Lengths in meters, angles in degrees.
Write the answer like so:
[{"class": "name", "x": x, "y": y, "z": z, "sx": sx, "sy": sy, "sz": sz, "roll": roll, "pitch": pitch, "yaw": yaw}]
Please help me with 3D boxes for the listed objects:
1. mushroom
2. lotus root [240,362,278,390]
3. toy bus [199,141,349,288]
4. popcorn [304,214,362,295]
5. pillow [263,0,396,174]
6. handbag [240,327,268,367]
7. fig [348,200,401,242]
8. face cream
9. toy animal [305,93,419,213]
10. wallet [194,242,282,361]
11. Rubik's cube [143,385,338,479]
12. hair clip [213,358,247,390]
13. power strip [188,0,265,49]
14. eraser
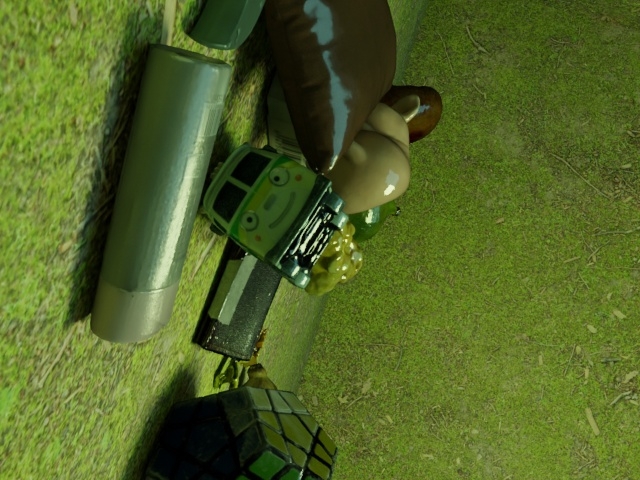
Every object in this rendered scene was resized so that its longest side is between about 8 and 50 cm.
[{"class": "mushroom", "x": 0.084, "y": -0.262, "z": 1.434, "sx": 0.267, "sy": 0.254, "sz": 0.267, "roll": -36, "pitch": -169, "yaw": 8}, {"class": "lotus root", "x": -0.146, "y": 0.386, "z": 1.665, "sx": 0.138, "sy": 0.138, "sz": 0.214, "roll": -9, "pitch": 106, "yaw": -83}, {"class": "toy bus", "x": -0.064, "y": -0.034, "z": 1.016, "sx": 0.134, "sy": 0.164, "sz": 0.276, "roll": -57, "pitch": 171, "yaw": -6}, {"class": "popcorn", "x": 0.000, "y": 0.000, "z": 1.481, "sx": 0.200, "sy": 0.203, "sz": 0.226, "roll": -58, "pitch": -174, "yaw": -31}, {"class": "pillow", "x": 0.021, "y": -0.289, "z": 0.994, "sx": 0.308, "sy": 0.108, "sz": 0.305, "roll": -56, "pitch": 139, "yaw": -52}, {"class": "handbag", "x": -0.142, "y": 0.219, "z": 1.533, "sx": 0.061, "sy": 0.027, "sz": 0.083, "roll": -31, "pitch": -149, "yaw": 51}, {"class": "fig", "x": 0.083, "y": -0.090, "z": 1.680, "sx": 0.235, "sy": 0.203, "sz": 0.203, "roll": -9, "pitch": 122, "yaw": -45}, {"class": "face cream", "x": -0.149, "y": -0.040, "z": 0.684, "sx": 0.107, "sy": 0.073, "sz": 0.269, "roll": -36, "pitch": 143, "yaw": -70}, {"class": "toy animal", "x": 0.074, "y": -0.136, "z": 1.171, "sx": 0.166, "sy": 0.154, "sz": 0.250, "roll": -26, "pitch": -156, "yaw": 29}, {"class": "wallet", "x": -0.132, "y": 0.092, "z": 1.264, "sx": 0.262, "sy": 0.071, "sz": 0.221, "roll": 63, "pitch": 50, "yaw": -76}, {"class": "Rubik's cube", "x": -0.124, "y": 0.376, "z": 1.144, "sx": 0.264, "sy": 0.319, "sz": 0.319, "roll": 67, "pitch": 34, "yaw": -40}, {"class": "hair clip", "x": -0.155, "y": 0.217, "z": 1.441, "sx": 0.173, "sy": 0.046, "sz": 0.072, "roll": -67, "pitch": 176, "yaw": -51}, {"class": "power strip", "x": -0.075, "y": -0.299, "z": 0.732, "sx": 0.137, "sy": 0.044, "sz": 0.216, "roll": -57, "pitch": 164, "yaw": -68}, {"class": "eraser", "x": -0.029, "y": -0.197, "z": 1.219, "sx": 0.279, "sy": 0.081, "sz": 0.124, "roll": 92, "pitch": 17, "yaw": -68}]
